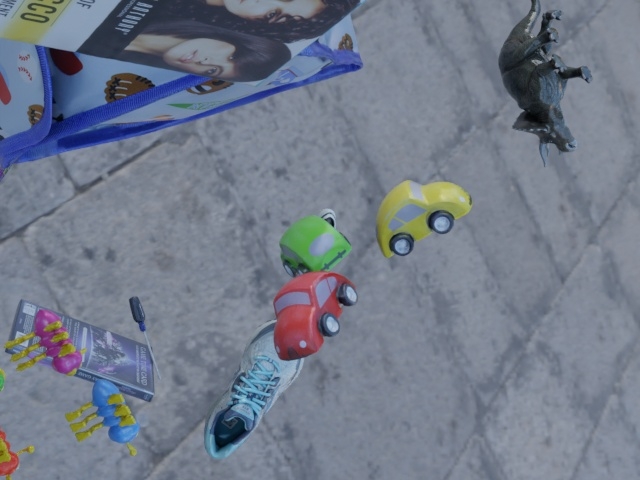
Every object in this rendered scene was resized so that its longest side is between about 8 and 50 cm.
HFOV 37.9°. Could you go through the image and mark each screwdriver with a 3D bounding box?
[{"bbox_3d":[-0.340,0.190,1.817,0.024,0.025,0.170,-19,82,-6],"label":"screwdriver"}]

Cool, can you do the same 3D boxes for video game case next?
[{"bbox_3d":[-0.444,0.204,1.751,0.274,0.026,0.196,24,13,-19],"label":"video game case"}]

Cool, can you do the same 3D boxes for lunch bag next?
[{"bbox_3d":[-0.197,-0.268,0.906,0.239,0.385,0.327,-16,93,-71],"label":"lunch bag"}]

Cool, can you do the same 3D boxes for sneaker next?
[{"bbox_3d":[0.000,0.000,1.229,0.032,0.037,0.083,9,105,-10],"label":"sneaker"},{"bbox_3d":[-0.114,0.268,1.627,0.110,0.283,0.122,28,18,-5],"label":"sneaker"}]

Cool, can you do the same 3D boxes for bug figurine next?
[{"bbox_3d":[-0.362,0.200,1.191,0.072,0.279,0.216,-52,123,-68],"label":"bug figurine"}]

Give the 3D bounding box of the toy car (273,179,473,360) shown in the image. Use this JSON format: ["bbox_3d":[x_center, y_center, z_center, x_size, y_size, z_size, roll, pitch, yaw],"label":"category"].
[{"bbox_3d":[0.010,0.009,0.919,0.239,0.225,0.053,-41,109,-16],"label":"toy car"}]

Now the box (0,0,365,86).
[{"bbox_3d":[-0.105,-0.129,0.389,0.244,0.100,0.060,4,70,-37],"label":"box"}]

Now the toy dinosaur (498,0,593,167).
[{"bbox_3d":[0.364,-0.299,1.614,0.121,0.160,0.313,-7,69,-42],"label":"toy dinosaur"}]

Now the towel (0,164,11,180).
[{"bbox_3d":[-0.397,-0.079,1.144,0.009,0.083,0.060,29,15,-28],"label":"towel"}]
